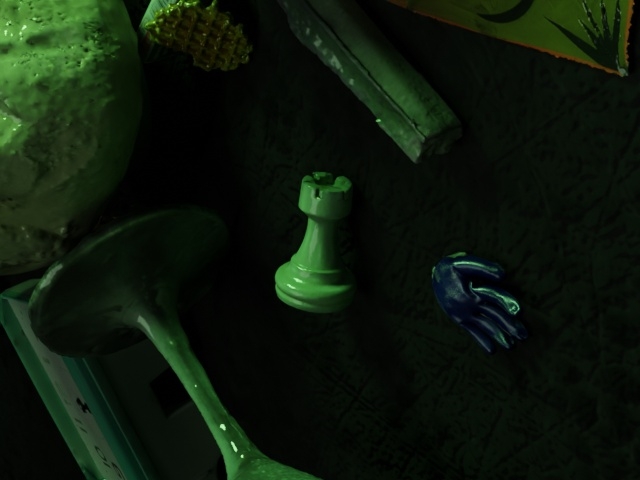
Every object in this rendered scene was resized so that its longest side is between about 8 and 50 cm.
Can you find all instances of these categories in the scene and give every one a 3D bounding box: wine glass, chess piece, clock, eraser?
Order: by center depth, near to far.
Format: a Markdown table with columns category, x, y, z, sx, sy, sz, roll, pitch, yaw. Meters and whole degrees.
| category | x | y | z | sx | sy | sz | roll | pitch | yaw |
| --- | --- | --- | --- | --- | --- | --- | --- | --- | --- |
| chess piece | 0.000 | 0.000 | 1.001 | 0.067 | 0.067 | 0.103 | 31 | 125 | 42 |
| wine glass | -0.068 | 0.176 | 1.047 | 0.406 | 0.267 | 0.267 | 56 | 146 | 27 |
| eraser | -0.118 | -0.198 | 1.056 | 0.029 | 0.052 | 0.122 | 58 | 145 | 11 |
| clock | -0.223 | 0.159 | 1.351 | 0.231 | 0.116 | 0.262 | 5 | 122 | 59 |

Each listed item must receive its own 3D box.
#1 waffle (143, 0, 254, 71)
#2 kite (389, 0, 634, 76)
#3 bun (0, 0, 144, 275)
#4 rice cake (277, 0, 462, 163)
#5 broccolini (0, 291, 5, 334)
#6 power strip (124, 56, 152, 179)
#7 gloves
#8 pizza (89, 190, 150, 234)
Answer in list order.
| category | x | y | z | sx | sy | sz | roll | pitch | yaw |
| --- | --- | --- | --- | --- | --- | --- | --- | --- | --- |
| waffle | -0.096 | -0.168 | 1.030 | 0.078 | 0.085 | 0.016 | -17 | 50 | 38 |
| kite | 0.102 | -0.239 | 0.751 | 0.327 | 0.013 | 0.377 | 63 | 148 | 7 |
| bun | -0.327 | -0.131 | 1.109 | 0.360 | 0.211 | 0.359 | 3 | 95 | 43 |
| rice cake | 0.026 | -0.140 | 0.893 | 0.206 | 0.047 | 0.036 | 51 | 143 | 20 |
| broccolini | -0.503 | 0.020 | 1.727 | 0.123 | 0.062 | 0.271 | -39 | 82 | 41 |
| power strip | -0.229 | -0.147 | 1.244 | 0.167 | 0.054 | 0.253 | 52 | 144 | 18 |
| gloves | 0.115 | 0.042 | 0.892 | 0.086 | 0.026 | 0.064 | 51 | 142 | 24 |
| pizza | -0.215 | -0.018 | 1.251 | 0.195 | 0.052 | 0.185 | 35 | 152 | -6 |
